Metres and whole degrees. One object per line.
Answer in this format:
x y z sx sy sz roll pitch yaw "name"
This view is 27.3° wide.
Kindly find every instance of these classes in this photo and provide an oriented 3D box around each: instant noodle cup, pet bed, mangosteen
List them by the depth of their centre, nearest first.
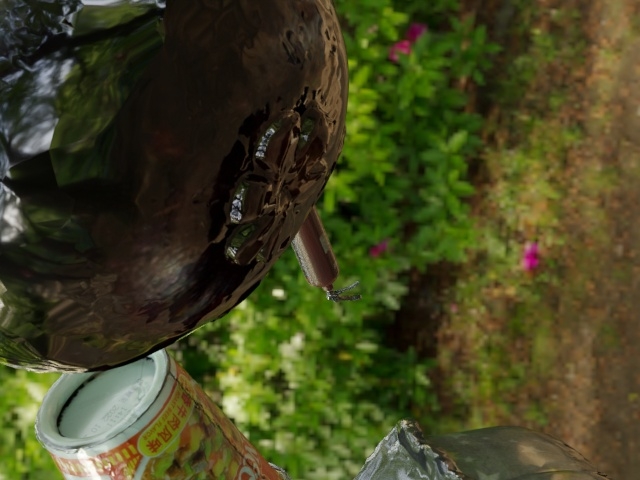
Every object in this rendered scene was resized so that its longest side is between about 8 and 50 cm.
-0.129 -0.075 0.654 0.287 0.233 0.287 -22 55 35 "mangosteen"
0.103 0.220 0.813 0.211 0.159 0.183 -139 48 -67 "pet bed"
-0.142 0.201 1.162 0.212 0.193 0.193 61 178 -33 "instant noodle cup"

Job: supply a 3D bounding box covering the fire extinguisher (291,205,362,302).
-0.006 0.002 0.884 0.046 0.032 0.100 44 162 46 "fire extinguisher"
